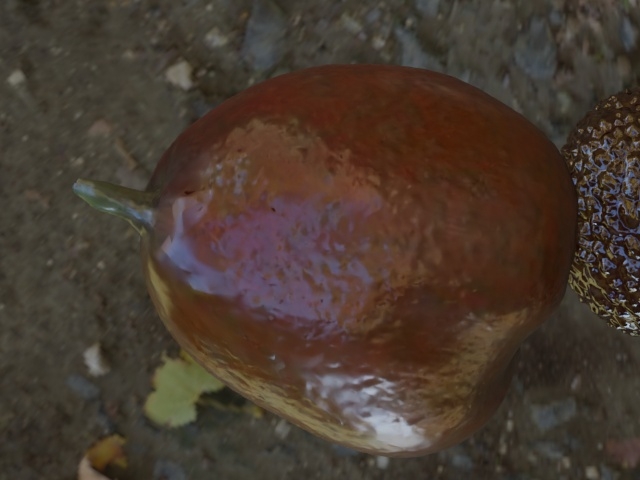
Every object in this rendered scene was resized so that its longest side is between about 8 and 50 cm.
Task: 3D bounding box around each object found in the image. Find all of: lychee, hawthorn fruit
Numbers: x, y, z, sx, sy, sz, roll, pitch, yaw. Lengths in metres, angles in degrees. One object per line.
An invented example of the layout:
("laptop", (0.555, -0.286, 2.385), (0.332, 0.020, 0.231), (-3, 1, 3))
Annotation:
("lychee", (0.251, -0.021, 1.063), (0.195, 0.194, 0.194), (3, 109, 9))
("hawthorn fruit", (0.000, 0.000, 0.728), (0.251, 0.199, 0.199), (14, 114, -26))
